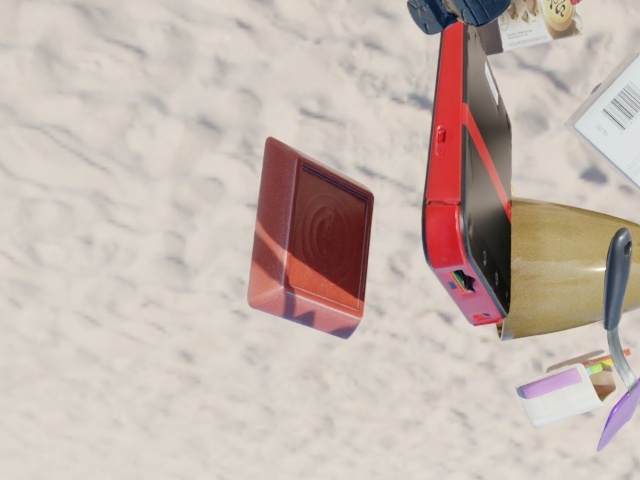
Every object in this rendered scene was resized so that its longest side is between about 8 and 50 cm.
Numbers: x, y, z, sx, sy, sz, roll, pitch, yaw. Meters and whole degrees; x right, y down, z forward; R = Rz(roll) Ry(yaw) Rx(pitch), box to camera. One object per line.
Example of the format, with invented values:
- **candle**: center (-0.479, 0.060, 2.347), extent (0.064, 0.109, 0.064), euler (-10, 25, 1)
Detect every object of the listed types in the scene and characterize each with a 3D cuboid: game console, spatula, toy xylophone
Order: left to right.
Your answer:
- **game console**: center (0.204, -0.084, 1.608), extent (0.060, 0.341, 0.386), euler (-3, 160, 17)
- **toy xylophone**: center (0.446, 0.236, 1.995), extent (0.236, 0.081, 0.323), euler (-21, 172, 10)
- **spatula**: center (0.301, 0.104, 1.203), extent (0.030, 0.084, 0.296), euler (23, 140, 38)

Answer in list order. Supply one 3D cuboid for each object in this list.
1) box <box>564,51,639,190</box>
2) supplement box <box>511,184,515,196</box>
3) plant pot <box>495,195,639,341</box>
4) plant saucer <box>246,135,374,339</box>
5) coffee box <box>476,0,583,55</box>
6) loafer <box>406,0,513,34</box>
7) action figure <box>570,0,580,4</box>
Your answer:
- **box**: center (0.565, -0.212, 2.129), extent (0.182, 0.181, 0.119), euler (42, -172, -3)
- **supplement box**: center (0.289, -0.090, 2.121), extent (0.098, 0.062, 0.036), euler (-19, 173, 0)
- **plant pot**: center (0.410, 0.045, 1.916), extent (0.254, 0.237, 0.237), euler (0, 153, 4)
- **plant saucer**: center (0.000, 0.000, 1.796), extent (0.048, 0.258, 0.259), euler (-4, 163, 35)
- **coffee box**: center (0.333, -0.420, 2.105), extent (0.119, 0.168, 0.297), euler (-5, -170, 41)
- **loafer**: center (0.151, -0.252, 1.198), extent (0.062, 0.061, 0.170), euler (58, 161, -18)
- **action figure**: center (0.360, -0.361, 1.547), extent (0.280, 0.139, 0.091), euler (2, 118, 41)
